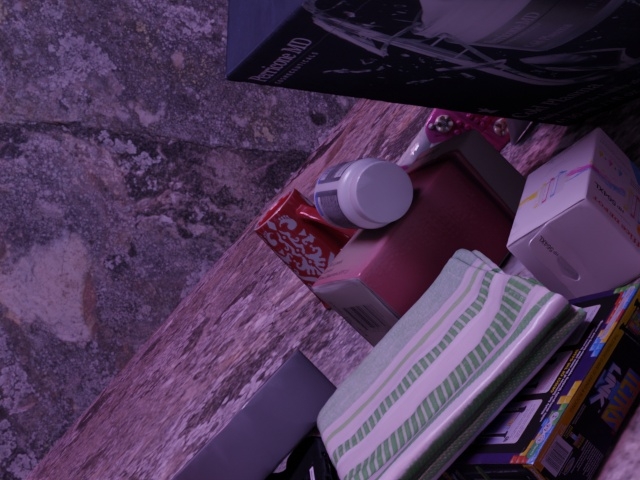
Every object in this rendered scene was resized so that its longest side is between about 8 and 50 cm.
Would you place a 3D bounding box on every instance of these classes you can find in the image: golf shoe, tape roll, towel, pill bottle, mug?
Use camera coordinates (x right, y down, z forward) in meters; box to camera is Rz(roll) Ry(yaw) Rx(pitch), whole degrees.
[{"bbox_3d":[0.174,-0.128,1.520,0.306,0.115,0.140,-46,7,-3],"label":"golf shoe"},{"bbox_3d":[-0.077,0.227,1.167,0.219,0.072,0.219,-46,-3,-3],"label":"tape roll"},{"bbox_3d":[0.093,0.116,0.906,0.248,0.038,0.325,-48,8,0],"label":"towel"},{"bbox_3d":[0.047,-0.051,1.124,0.078,0.078,0.137,-49,13,-10],"label":"pill bottle"},{"bbox_3d":[0.000,-0.003,1.565,0.150,0.169,0.113,-42,11,25],"label":"mug"}]

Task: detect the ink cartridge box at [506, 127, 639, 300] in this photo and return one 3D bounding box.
[{"bbox_3d":[0.236,-0.014,0.910,0.090,0.092,0.143,-38,15,37],"label":"ink cartridge box"}]

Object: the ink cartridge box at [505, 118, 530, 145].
[{"bbox_3d":[0.298,-0.280,1.424,0.066,0.189,0.232,31,71,36],"label":"ink cartridge box"}]

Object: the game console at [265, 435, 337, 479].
[{"bbox_3d":[-0.005,0.272,0.940,0.213,0.044,0.361,-44,11,5],"label":"game console"}]

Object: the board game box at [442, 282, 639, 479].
[{"bbox_3d":[0.177,0.119,0.777,0.170,0.048,0.141,-51,10,-24],"label":"board game box"}]

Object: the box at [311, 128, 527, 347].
[{"bbox_3d":[0.124,0.006,1.177,0.232,0.127,0.148,-51,11,-20],"label":"box"}]

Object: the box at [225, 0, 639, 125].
[{"bbox_3d":[0.194,-0.331,1.044,0.480,0.471,0.298,160,114,-68],"label":"box"}]
